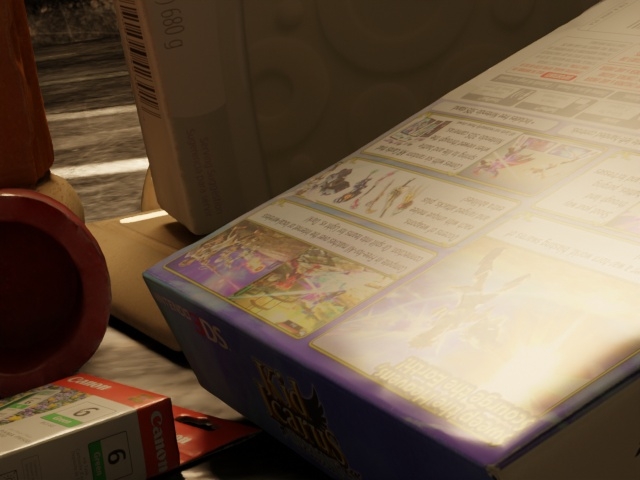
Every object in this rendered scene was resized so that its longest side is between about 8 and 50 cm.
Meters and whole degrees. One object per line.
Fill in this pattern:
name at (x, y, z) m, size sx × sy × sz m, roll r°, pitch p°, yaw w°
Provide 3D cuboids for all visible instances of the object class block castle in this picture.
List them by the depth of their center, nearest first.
block castle at (-0.327, -0.051, 0.679) m, size 0.453 × 0.303 × 0.213 m, roll -10°, pitch 14°, yaw -4°

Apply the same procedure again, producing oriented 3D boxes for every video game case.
video game case at (0.095, -0.001, 0.567) m, size 0.244 × 0.061 × 0.269 m, roll -30°, pitch 21°, yaw -17°

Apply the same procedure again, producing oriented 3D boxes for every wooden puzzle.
wooden puzzle at (0.000, 0.000, 0.870) m, size 0.238 × 0.044 × 0.221 m, roll -18°, pitch 15°, yaw -22°

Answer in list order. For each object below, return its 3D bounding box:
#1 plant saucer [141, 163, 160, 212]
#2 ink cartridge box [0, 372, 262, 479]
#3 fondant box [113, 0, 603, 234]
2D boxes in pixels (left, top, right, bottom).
plant saucer at (-0.033, -0.127, 1.053) m, size 0.041 × 0.278 × 0.278 m, roll 26°, pitch 3°, yaw -16°
ink cartridge box at (-0.085, 0.070, 0.606) m, size 0.115 × 0.029 × 0.063 m, roll -17°, pitch 15°, yaw -37°
fondant box at (0.055, -0.162, 0.875) m, size 0.330 × 0.238 × 0.096 m, roll -15°, pitch 14°, yaw -14°
